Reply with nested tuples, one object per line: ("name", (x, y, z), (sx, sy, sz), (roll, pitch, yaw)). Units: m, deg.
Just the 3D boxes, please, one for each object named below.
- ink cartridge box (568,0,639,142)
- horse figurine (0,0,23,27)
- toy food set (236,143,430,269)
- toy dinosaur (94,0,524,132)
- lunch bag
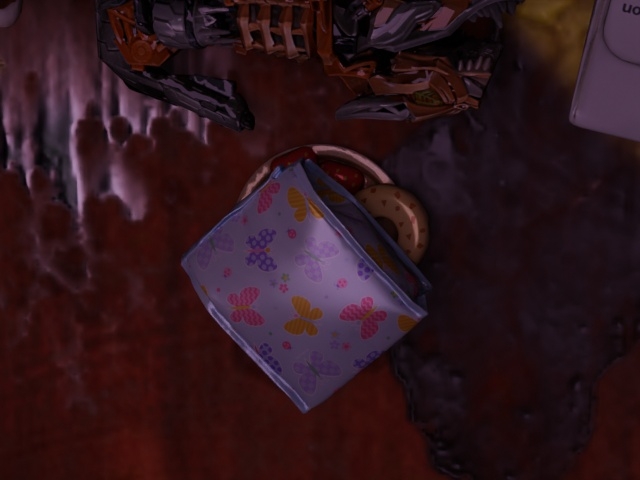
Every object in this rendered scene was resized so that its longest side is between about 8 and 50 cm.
("ink cartridge box", (0.165, -0.112, 0.450), (0.128, 0.176, 0.127), (14, 124, 8))
("horse figurine", (-0.225, -0.158, 0.556), (0.263, 0.066, 0.174), (52, 143, 6))
("toy food set", (0.000, 0.000, 0.593), (0.083, 0.020, 0.082), (38, 103, 4))
("toy dinosaur", (-0.068, -0.163, 0.529), (0.322, 0.164, 0.218), (17, 118, -13))
("lunch bag", (-0.006, 0.015, 0.559), (0.071, 0.053, 0.083), (-42, 98, 16))
